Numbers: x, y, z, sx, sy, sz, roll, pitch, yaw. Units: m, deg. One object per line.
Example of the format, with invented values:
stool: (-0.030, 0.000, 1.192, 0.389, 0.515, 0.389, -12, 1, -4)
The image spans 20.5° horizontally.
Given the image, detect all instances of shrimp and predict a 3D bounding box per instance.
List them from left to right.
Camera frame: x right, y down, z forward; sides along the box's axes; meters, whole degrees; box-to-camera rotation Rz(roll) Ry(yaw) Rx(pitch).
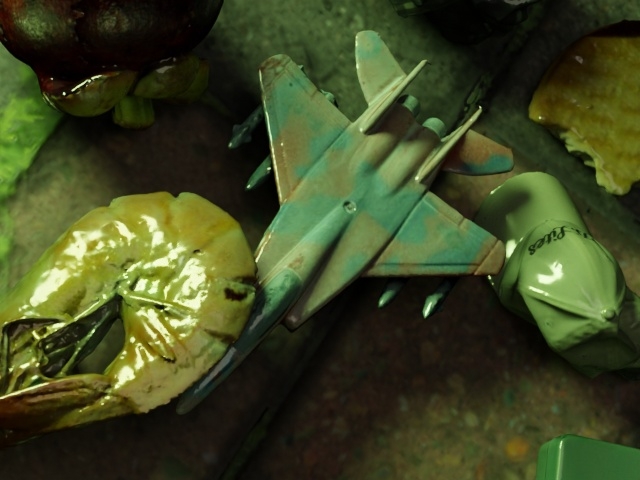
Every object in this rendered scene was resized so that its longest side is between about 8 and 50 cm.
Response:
shrimp: (-0.152, 0.067, 1.112, 0.267, 0.061, 0.145, -35, 62, -25)

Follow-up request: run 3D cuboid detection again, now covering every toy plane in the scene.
toy plane: (-0.002, 0.002, 1.213, 0.223, 0.104, 0.326, 41, 68, -3)

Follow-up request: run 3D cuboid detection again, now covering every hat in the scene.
hat: (0.190, 0.022, 1.296, 0.122, 0.081, 0.166, -8, 66, -25)

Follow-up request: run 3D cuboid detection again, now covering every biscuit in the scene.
biscuit: (0.277, -0.090, 1.386, 0.228, 0.031, 0.176, 32, 66, -10)

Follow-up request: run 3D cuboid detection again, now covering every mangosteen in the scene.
mangosteen: (-0.142, -0.158, 1.190, 0.166, 0.166, 0.180, -22, 106, -25)

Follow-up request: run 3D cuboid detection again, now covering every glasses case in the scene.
glasses case: (0.244, 0.195, 1.275, 0.184, 0.039, 0.078, 14, 69, -16)

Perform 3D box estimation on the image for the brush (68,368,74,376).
brush: (-0.309, 0.095, 1.102, 0.321, 0.050, 0.060, 0, 70, -28)

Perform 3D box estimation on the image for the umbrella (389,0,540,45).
umbrella: (0.043, -0.286, 1.270, 0.336, 0.128, 0.154, 48, 54, -22)
